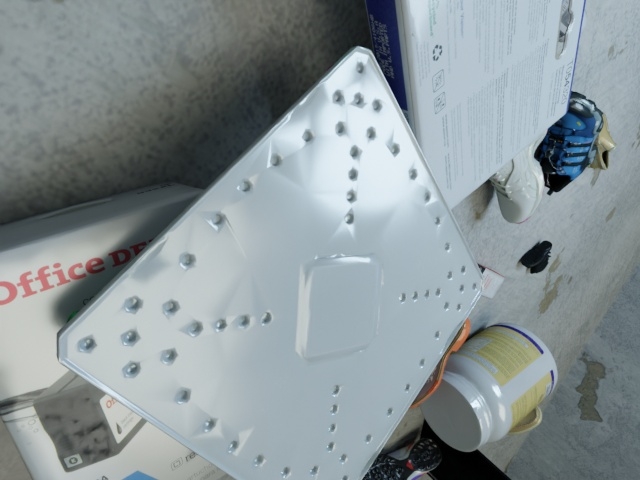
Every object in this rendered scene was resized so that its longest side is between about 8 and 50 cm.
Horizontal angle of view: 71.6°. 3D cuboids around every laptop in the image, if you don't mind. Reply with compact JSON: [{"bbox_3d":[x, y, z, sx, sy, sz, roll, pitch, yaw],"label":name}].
[{"bbox_3d":[0.514,0.732,1.385,0.407,0.382,0.236,21,102,-47],"label":"laptop"}]

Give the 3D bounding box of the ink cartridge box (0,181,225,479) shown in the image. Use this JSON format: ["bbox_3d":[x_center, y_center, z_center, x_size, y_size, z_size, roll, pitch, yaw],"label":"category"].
[{"bbox_3d":[-0.197,0.117,0.459,0.223,0.129,0.308,-22,111,-31],"label":"ink cartridge box"}]

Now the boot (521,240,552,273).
[{"bbox_3d":[0.636,0.063,1.312,0.121,0.045,0.099,-36,141,-17],"label":"boot"}]

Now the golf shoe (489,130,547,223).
[{"bbox_3d":[0.366,-0.153,0.887,0.140,0.115,0.306,-26,126,-14],"label":"golf shoe"}]

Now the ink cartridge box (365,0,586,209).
[{"bbox_3d":[0.216,-0.230,0.575,0.330,0.071,0.324,-38,137,-18],"label":"ink cartridge box"}]

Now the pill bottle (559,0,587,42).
[{"bbox_3d":[0.404,-0.397,0.767,0.137,0.078,0.078,1,115,-43],"label":"pill bottle"}]

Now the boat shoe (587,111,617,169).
[{"bbox_3d":[0.745,-0.260,1.171,0.068,0.072,0.190,-47,138,-7],"label":"boat shoe"}]

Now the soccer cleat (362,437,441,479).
[{"bbox_3d":[0.213,0.670,1.291,0.318,0.109,0.116,-4,143,-35],"label":"soccer cleat"}]

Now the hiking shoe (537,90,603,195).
[{"bbox_3d":[0.548,-0.212,0.994,0.132,0.113,0.304,-54,138,0],"label":"hiking shoe"}]

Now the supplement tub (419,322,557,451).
[{"bbox_3d":[0.452,0.391,1.211,0.331,0.241,0.241,-20,128,-32],"label":"supplement tub"}]

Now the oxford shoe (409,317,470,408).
[{"bbox_3d":[0.254,0.282,1.089,0.098,0.097,0.271,29,91,-28],"label":"oxford shoe"}]

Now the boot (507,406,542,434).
[{"bbox_3d":[0.522,0.519,1.369,0.203,0.261,0.095,44,43,-36],"label":"boot"}]

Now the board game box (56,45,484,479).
[{"bbox_3d":[0.011,0.068,0.494,0.390,0.050,0.390,-49,124,-19],"label":"board game box"}]

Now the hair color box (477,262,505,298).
[{"bbox_3d":[0.413,0.103,1.133,0.141,0.043,0.072,20,102,-48],"label":"hair color box"}]
